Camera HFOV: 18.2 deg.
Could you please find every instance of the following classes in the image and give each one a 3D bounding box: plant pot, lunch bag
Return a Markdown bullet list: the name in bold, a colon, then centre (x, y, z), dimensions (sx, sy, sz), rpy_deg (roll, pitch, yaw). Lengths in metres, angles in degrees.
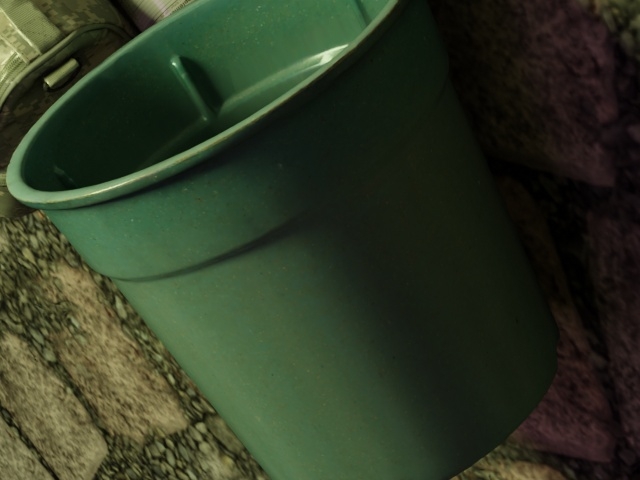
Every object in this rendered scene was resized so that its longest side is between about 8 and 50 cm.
- **plant pot**: centre (0.000, 0.000, 1.497), dimensions (0.341, 0.341, 0.334), rpy_deg (-1, 127, 52)
- **lunch bag**: centre (-0.295, -0.205, 1.703), dimensions (0.305, 0.212, 0.256), rpy_deg (50, 165, 15)

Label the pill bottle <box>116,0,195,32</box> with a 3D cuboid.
- **pill bottle**: centre (-0.118, -0.204, 1.649), dimensions (0.160, 0.087, 0.087), rpy_deg (51, 147, 4)
